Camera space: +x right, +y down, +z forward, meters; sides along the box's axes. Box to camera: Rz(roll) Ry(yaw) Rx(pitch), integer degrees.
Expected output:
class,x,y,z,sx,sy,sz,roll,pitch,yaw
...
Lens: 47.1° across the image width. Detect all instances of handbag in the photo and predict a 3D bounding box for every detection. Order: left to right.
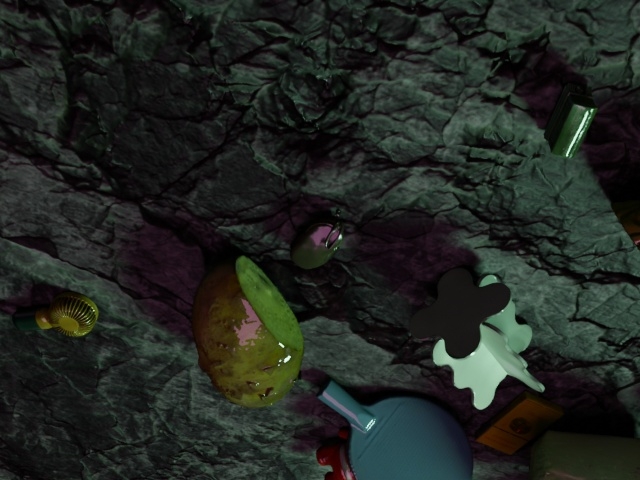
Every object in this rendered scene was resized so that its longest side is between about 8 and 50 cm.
class,x,y,z,sx,sy,sz,roll,pitch,yaw
handbag,0.000,0.000,1.109,0.072,0.047,0.111,33,126,-13

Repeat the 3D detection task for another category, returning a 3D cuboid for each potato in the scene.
class,x,y,z,sx,sy,sz,roll,pitch,yaw
potato,-0.118,0.156,1.192,0.176,0.141,0.298,-9,129,1

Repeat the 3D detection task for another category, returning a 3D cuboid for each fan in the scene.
class,x,y,z,sx,sy,sz,roll,pitch,yaw
fan,-0.464,0.136,1.276,0.155,0.039,0.082,-8,129,13

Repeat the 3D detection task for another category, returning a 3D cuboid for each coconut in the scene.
class,x,y,z,sx,sy,sz,roll,pitch,yaw
coconut,0.521,0.494,1.297,0.309,0.297,0.298,7,131,16

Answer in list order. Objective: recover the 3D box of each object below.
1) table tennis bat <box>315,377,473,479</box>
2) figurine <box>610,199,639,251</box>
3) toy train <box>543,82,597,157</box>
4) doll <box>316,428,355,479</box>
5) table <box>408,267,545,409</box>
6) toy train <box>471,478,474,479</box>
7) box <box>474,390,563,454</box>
class,x,y,z,sx,sy,sz,roll,pitch,yaw
table tennis bat,0.132,0.369,1.346,0.329,0.044,0.215,38,89,-2
figurine,0.565,-0.055,0.940,0.315,0.187,0.168,-36,120,21
toy train,0.322,-0.152,0.943,0.038,0.056,0.093,10,131,-4
doll,0.112,0.420,1.421,0.244,0.076,0.142,-19,93,18
table,0.259,0.163,1.157,0.166,0.167,0.198,-24,131,23
toy train,0.233,0.513,1.481,0.154,0.107,0.198,-26,123,16
box,0.369,0.344,1.375,0.086,0.023,0.155,27,127,-13
